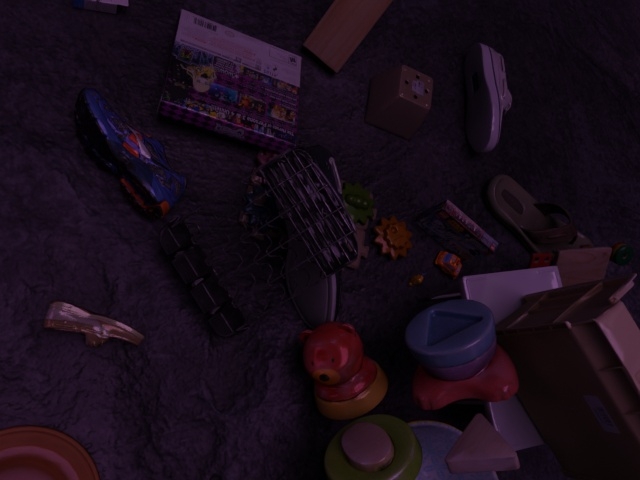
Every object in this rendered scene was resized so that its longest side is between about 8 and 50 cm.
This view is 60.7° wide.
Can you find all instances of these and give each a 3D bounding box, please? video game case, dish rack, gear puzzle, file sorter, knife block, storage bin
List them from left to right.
[{"bbox_3d":[-0.147,-0.271,0.939,0.231,0.042,0.210,14,59,-23],"label":"video game case"},{"bbox_3d":[-0.088,0.004,0.803,0.271,0.074,0.208,-32,92,9],"label":"dish rack"},{"bbox_3d":[0.028,-0.042,0.976,0.338,0.044,0.176,22,67,-20],"label":"gear puzzle"},{"bbox_3d":[0.101,-0.480,1.025,0.088,0.242,0.276,36,63,-12],"label":"knife block"},{"bbox_3d":[0.319,0.205,0.968,0.192,0.173,0.278,-5,77,-19],"label":"file sorter"},{"bbox_3d":[0.390,0.201,0.761,0.123,0.260,0.262,-28,85,-18],"label":"storage bin"}]

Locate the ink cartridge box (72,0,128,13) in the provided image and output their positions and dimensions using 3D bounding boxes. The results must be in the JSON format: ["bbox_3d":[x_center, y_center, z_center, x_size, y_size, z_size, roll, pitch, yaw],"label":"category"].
[{"bbox_3d":[-0.360,-0.403,0.895,0.083,0.028,0.048,0,76,-26],"label":"ink cartridge box"}]

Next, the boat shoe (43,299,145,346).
[{"bbox_3d":[-0.314,0.125,0.758,0.135,0.050,0.045,21,70,-9],"label":"boat shoe"}]

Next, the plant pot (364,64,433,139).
[{"bbox_3d":[0.163,-0.282,1.083,0.109,0.096,0.109,17,69,-21],"label":"plant pot"}]

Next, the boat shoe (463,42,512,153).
[{"bbox_3d":[0.374,-0.309,1.203,0.088,0.096,0.268,10,63,-19],"label":"boat shoe"}]

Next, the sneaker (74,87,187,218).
[{"bbox_3d":[-0.291,-0.137,0.835,0.221,0.083,0.087,55,47,-9],"label":"sneaker"}]

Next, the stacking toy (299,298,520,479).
[{"bbox_3d":[0.111,0.192,0.754,0.308,0.280,0.131,-18,112,12],"label":"stacking toy"}]

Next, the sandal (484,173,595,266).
[{"bbox_3d":[0.483,-0.035,1.177,0.302,0.086,0.120,34,63,-14],"label":"sandal"}]

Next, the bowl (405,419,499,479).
[{"bbox_3d":[0.120,0.421,0.825,0.289,0.156,0.290,8,72,-25],"label":"bowl"}]

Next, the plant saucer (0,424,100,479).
[{"bbox_3d":[-0.375,0.333,0.672,0.199,0.037,0.200,7,73,-25],"label":"plant saucer"}]

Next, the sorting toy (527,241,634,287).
[{"bbox_3d":[0.525,0.071,1.157,0.274,0.046,0.133,-4,114,-17],"label":"sorting toy"}]

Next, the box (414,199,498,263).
[{"bbox_3d":[0.261,-0.015,1.057,0.137,0.094,0.027,39,63,-12],"label":"box"}]

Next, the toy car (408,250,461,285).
[{"bbox_3d":[0.230,0.065,1.048,0.122,0.040,0.060,-38,94,-30],"label":"toy car"}]

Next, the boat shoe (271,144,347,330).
[{"bbox_3d":[0.000,0.000,0.877,0.091,0.114,0.303,-25,119,-43],"label":"boat shoe"}]
